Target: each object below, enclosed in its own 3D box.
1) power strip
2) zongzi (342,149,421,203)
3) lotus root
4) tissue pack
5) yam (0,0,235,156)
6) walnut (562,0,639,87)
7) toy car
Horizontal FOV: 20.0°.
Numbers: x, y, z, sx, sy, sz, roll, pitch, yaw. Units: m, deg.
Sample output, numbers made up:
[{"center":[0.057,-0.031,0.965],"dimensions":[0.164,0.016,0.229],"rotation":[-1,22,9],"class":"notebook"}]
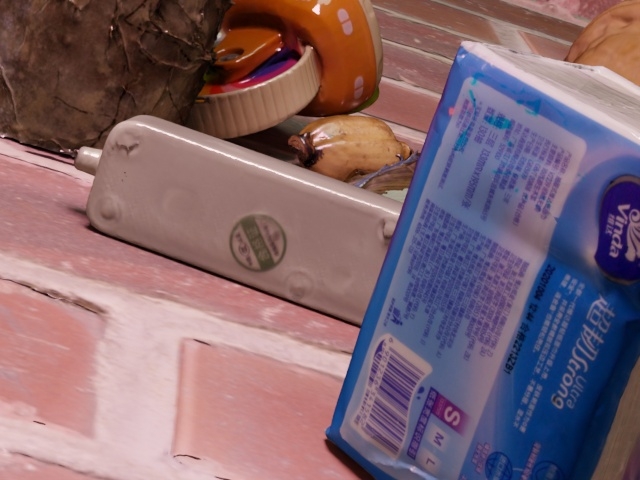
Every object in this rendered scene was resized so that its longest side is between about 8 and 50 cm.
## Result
[{"center":[0.000,0.000,1.337],"dimensions":[0.385,0.091,0.062],"rotation":[20,15,3],"class":"power strip"},{"center":[0.074,-0.021,1.505],"dimensions":[0.221,0.112,0.242],"rotation":[-3,5,-26],"class":"zongzi"},{"center":[0.031,-0.082,1.677],"dimensions":[0.152,0.063,0.072],"rotation":[4,37,-36],"class":"lotus root"},{"center":[0.140,0.044,1.044],"dimensions":[0.146,0.263,0.198],"rotation":[5,22,-42],"class":"tissue pack"},{"center":[-0.182,-0.233,1.514],"dimensions":[0.241,0.348,0.241],"rotation":[20,27,-11],"class":"yam"},{"center":[0.379,-0.125,1.859],"dimensions":[0.313,0.277,0.252],"rotation":[25,-14,34],"class":"walnut"},{"center":[-0.073,-0.166,1.701],"dimensions":[0.235,0.145,0.235],"rotation":[-10,27,5],"class":"toy car"}]
